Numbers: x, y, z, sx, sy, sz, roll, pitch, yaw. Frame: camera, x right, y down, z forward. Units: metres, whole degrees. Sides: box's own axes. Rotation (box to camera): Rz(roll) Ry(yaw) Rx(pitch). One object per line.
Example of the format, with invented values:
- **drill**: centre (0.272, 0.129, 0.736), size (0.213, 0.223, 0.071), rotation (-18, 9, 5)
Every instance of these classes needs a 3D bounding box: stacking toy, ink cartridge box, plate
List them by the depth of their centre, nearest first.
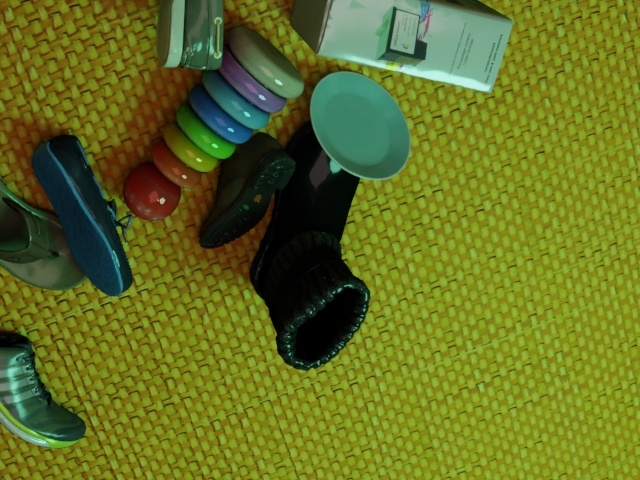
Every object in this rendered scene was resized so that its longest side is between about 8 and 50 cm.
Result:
- **ink cartridge box**: centre (0.112, -0.322, 1.799), size (0.278, 0.201, 0.117), rotation (10, 109, -18)
- **stacking toy**: centre (-0.181, -0.164, 1.847), size (0.141, 0.141, 0.330), rotation (38, 106, -25)
- **plate**: centre (0.058, -0.175, 1.889), size (0.188, 0.188, 0.024), rotation (27, 145, -23)

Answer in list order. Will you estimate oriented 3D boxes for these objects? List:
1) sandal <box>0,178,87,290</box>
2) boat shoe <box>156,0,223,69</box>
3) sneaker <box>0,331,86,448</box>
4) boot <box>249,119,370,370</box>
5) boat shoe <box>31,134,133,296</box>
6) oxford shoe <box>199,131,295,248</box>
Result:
- **sandal**: centre (-0.477, -0.015, 1.842), size (0.120, 0.086, 0.303), rotation (-45, 120, 8)
- **boat shoe**: centre (-0.169, -0.394, 1.727), size (0.091, 0.109, 0.305), rotation (4, 98, -22)
- **sneaker**: centre (-0.483, 0.223, 1.937), size (0.121, 0.111, 0.300), rotation (-47, 117, 3)
- **boot**: centre (0.004, 0.002, 1.876), size (0.131, 0.260, 0.348), rotation (11, 109, -18)
- **boat shoe**: centre (-0.339, -0.042, 1.848), size (0.109, 0.089, 0.258), rotation (-4, 114, 37)
- **oxford shoe**: centre (-0.128, -0.078, 1.917), size (0.083, 0.096, 0.227), rotation (2, 135, -50)
